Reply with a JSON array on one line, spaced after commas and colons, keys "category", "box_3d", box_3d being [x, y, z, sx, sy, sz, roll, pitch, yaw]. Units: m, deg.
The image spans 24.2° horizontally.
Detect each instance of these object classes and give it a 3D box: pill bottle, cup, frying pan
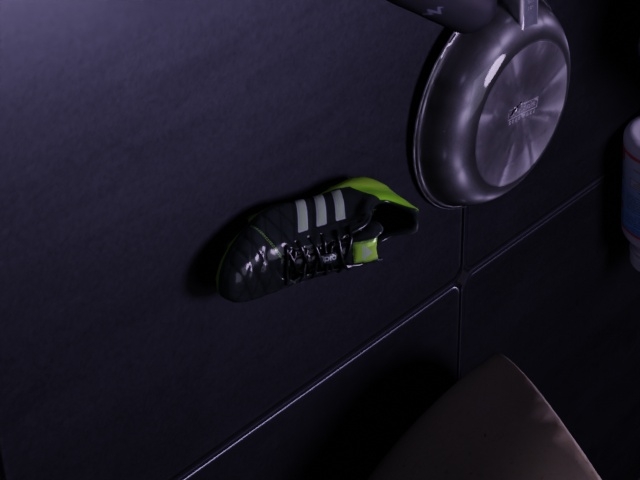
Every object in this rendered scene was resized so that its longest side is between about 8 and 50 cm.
[{"category": "pill bottle", "box_3d": [0.345, -0.044, 1.496, 0.087, 0.087, 0.160, -37, 137, -34]}, {"category": "cup", "box_3d": [0.134, 0.298, 1.275, 0.237, 0.331, 0.331, -30, 138, -3]}, {"category": "frying pan", "box_3d": [0.169, -0.173, 1.229, 0.197, 0.053, 0.326, 1, 112, -54]}]

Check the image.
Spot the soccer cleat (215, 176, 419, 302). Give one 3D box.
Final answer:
[{"category": "soccer cleat", "box_3d": [0.000, 0.000, 1.083, 0.179, 0.072, 0.060, -29, 132, -40]}]

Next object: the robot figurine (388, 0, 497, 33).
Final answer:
[{"category": "robot figurine", "box_3d": [0.044, -0.250, 0.900, 0.278, 0.173, 0.209, 18, 96, -55]}]

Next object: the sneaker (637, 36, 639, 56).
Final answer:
[{"category": "sneaker", "box_3d": [0.367, -0.248, 1.404, 0.104, 0.095, 0.236, 15, 99, -47]}]
